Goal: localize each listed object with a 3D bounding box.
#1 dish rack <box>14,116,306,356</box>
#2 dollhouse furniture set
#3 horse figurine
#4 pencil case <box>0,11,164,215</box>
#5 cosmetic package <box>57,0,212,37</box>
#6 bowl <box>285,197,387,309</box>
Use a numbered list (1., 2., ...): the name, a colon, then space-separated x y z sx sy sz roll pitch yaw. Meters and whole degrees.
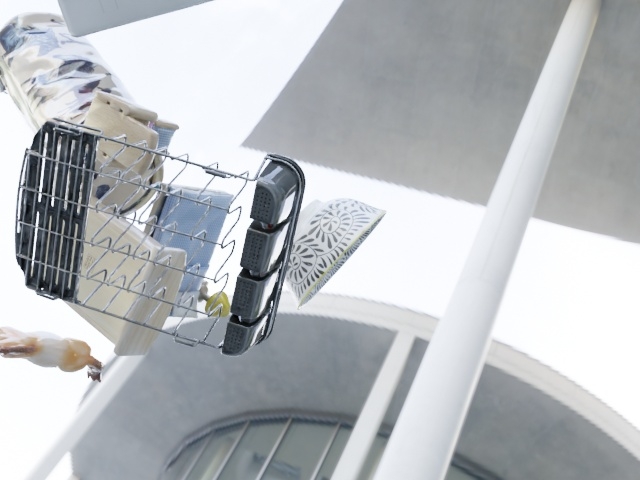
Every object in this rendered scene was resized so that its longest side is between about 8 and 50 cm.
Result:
1. dish rack: -0.167 -0.007 0.884 0.271 0.074 0.208 16 -70 6
2. dollhouse furniture set: -0.167 -0.003 1.166 0.198 0.303 0.287 31 -76 33
3. horse figurine: -0.459 0.181 1.465 0.263 0.066 0.174 20 -12 -33
4. pencil case: -0.377 -0.194 1.339 0.410 0.183 0.160 50 -38 41
5. cosmetic package: -0.187 -0.514 1.258 0.393 0.329 0.328 -13 -68 6
6. bowl: 0.000 0.000 1.136 0.080 0.170 0.170 43 -50 6
